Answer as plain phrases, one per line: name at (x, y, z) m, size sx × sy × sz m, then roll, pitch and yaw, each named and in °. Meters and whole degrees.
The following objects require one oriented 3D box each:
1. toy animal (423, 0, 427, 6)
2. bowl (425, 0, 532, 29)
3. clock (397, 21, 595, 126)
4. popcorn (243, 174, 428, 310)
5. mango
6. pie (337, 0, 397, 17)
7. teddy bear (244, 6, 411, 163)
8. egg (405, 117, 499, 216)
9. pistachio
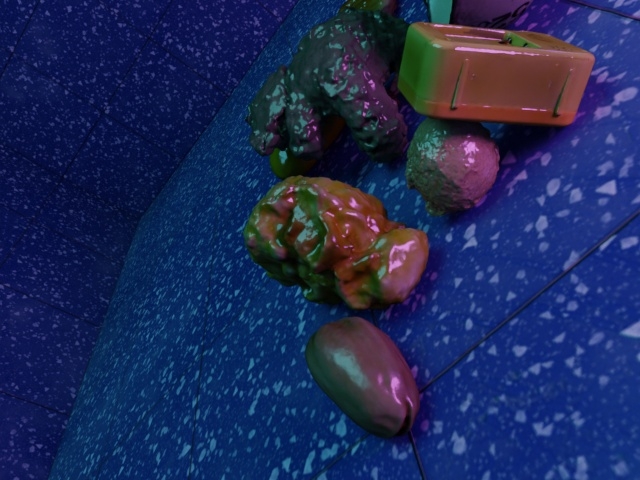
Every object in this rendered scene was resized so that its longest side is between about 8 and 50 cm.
toy animal at (0.237, -0.566, 1.039) m, size 0.121 × 0.234 × 0.168 m, roll -28°, pitch -4°, yaw 29°
bowl at (0.271, -0.490, 0.782) m, size 0.184 × 0.354 × 0.354 m, roll -4°, pitch 42°, yaw 5°
clock at (0.207, -0.205, 0.622) m, size 0.143 × 0.202 × 0.096 m, roll -102°, pitch 15°, yaw -59°
popcorn at (0.000, 0.000, 0.740) m, size 0.286 × 0.225 × 0.174 m, roll 4°, pitch 68°, yaw 63°
mango at (-0.024, -0.292, 1.215) m, size 0.332 × 0.142 × 0.195 m, roll -59°, pitch 20°, yaw -2°
pie at (0.091, -0.589, 1.422) m, size 0.339 × 0.083 × 0.340 m, roll -39°, pitch 33°, yaw 32°
teddy bear at (0.007, -0.292, 1.019) m, size 0.367 × 0.224 × 0.358 m, roll -17°, pitch 47°, yaw 41°
egg at (0.175, -0.104, 0.671) m, size 0.118 × 0.116 × 0.140 m, roll -5°, pitch 87°, yaw 40°
pistachio at (0.048, 0.162, 0.612) m, size 0.185 × 0.108 × 0.126 m, roll 30°, pitch 111°, yaw 58°
